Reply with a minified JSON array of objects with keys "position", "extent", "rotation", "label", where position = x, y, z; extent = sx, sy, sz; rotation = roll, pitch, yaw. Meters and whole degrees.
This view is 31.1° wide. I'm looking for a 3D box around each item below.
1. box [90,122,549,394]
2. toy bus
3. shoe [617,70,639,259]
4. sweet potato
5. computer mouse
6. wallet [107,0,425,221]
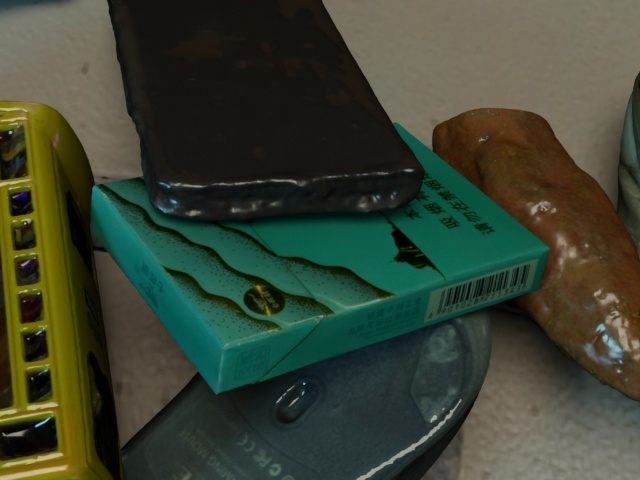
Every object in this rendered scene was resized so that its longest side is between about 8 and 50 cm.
[{"position":[0.000,0.000,0.687],"extent":[0.226,0.042,0.161],"rotation":[-14,40,-31],"label":"box"},{"position":[-0.207,0.029,0.698],"extent":[0.151,0.145,0.331],"rotation":[-13,57,-2],"label":"toy bus"},{"position":[0.247,0.003,0.776],"extent":[0.103,0.098,0.275],"rotation":[10,63,-7],"label":"shoe"},{"position":[0.151,-0.001,0.750],"extent":[0.097,0.097,0.252],"rotation":[-18,49,-10],"label":"sweet potato"},{"position":[-0.042,0.149,0.702],"extent":[0.379,0.090,0.167],"rotation":[-42,54,-13],"label":"computer mouse"},{"position":[-0.050,-0.110,0.765],"extent":[0.165,0.042,0.309],"rotation":[-5,37,-14],"label":"wallet"}]
